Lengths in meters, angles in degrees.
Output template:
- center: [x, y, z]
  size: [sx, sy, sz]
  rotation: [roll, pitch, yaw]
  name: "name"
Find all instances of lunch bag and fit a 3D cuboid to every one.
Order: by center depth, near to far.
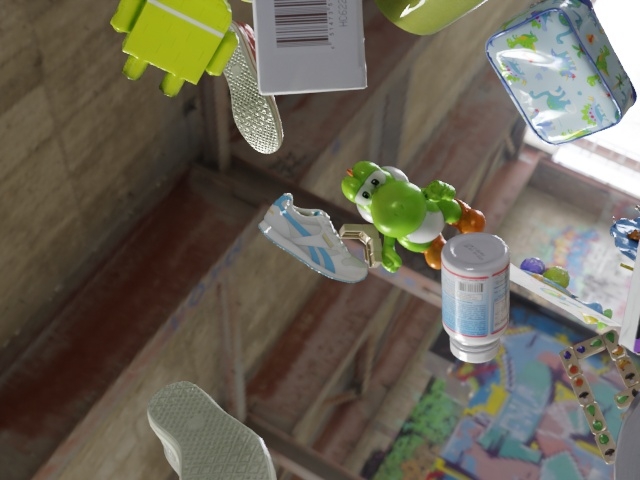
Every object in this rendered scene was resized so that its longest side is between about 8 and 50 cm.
- center: [0.371, -0.264, 1.489]
  size: [0.176, 0.219, 0.090]
  rotation: [-20, 19, 49]
  name: "lunch bag"

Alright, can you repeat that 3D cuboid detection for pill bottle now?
- center: [0.200, 0.076, 1.231]
  size: [0.087, 0.087, 0.160]
  rotation: [-46, -39, -45]
  name: "pill bottle"

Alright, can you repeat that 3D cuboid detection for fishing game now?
- center: [0.619, 0.004, 1.742]
  size: [0.264, 0.189, 0.041]
  rotation: [-42, -25, -54]
  name: "fishing game"

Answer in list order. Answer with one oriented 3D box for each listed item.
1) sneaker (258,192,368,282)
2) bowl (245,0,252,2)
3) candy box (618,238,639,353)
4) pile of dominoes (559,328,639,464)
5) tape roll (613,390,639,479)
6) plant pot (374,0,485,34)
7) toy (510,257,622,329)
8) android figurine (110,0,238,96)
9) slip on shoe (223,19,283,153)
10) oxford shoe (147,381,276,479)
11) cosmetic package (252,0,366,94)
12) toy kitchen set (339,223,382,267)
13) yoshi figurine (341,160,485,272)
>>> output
- center: [0.000, 0.000, 1.803]
  size: [0.092, 0.229, 0.087]
  rotation: [-56, 14, 11]
  name: "sneaker"
- center: [-0.126, -0.730, 2.313]
  size: [0.156, 0.289, 0.289]
  rotation: [-25, -40, -50]
  name: "bowl"
- center: [0.557, 0.096, 1.399]
  size: [0.070, 0.196, 0.164]
  rotation: [-101, 22, -86]
  name: "candy box"
- center: [0.561, 0.267, 1.725]
  size: [0.196, 0.251, 0.040]
  rotation: [-28, -34, 16]
  name: "pile of dominoes"
- center: [0.377, 0.211, 0.854]
  size: [0.219, 0.219, 0.072]
  rotation: [-66, -17, 7]
  name: "tape roll"
- center: [0.210, -0.476, 1.510]
  size: [0.275, 0.275, 0.293]
  rotation: [-47, -4, -43]
  name: "plant pot"
- center: [0.415, 0.077, 1.691]
  size: [0.056, 0.237, 0.137]
  rotation: [-59, 9, -8]
  name: "toy"
- center: [-0.284, -0.424, 1.908]
  size: [0.273, 0.248, 0.056]
  rotation: [-58, 25, 26]
  name: "android figurine"
- center: [-0.160, -0.370, 2.280]
  size: [0.101, 0.123, 0.331]
  rotation: [-36, -71, -54]
  name: "slip on shoe"
- center: [-0.190, 0.410, 1.745]
  size: [0.169, 0.449, 0.130]
  rotation: [-28, -60, -18]
  name: "oxford shoe"
- center: [-0.019, -0.362, 1.549]
  size: [0.453, 0.162, 0.230]
  rotation: [-95, 2, -78]
  name: "cosmetic package"
- center: [0.078, 0.018, 1.953]
  size: [0.068, 0.075, 0.083]
  rotation: [123, 144, -60]
  name: "toy kitchen set"
- center: [0.191, -0.042, 1.934]
  size: [0.362, 0.203, 0.203]
  rotation: [25, -112, -45]
  name: "yoshi figurine"
